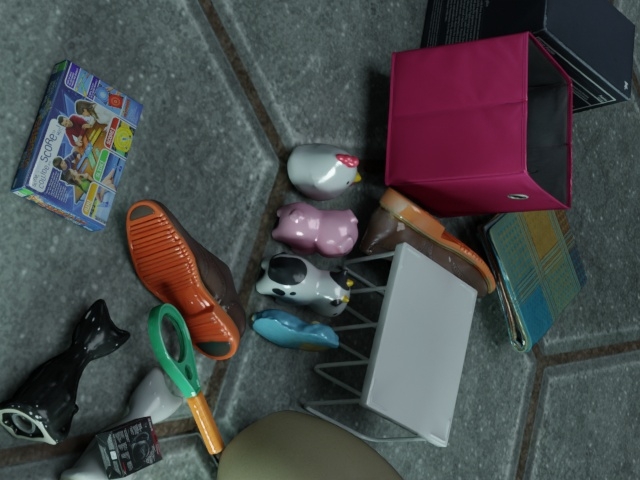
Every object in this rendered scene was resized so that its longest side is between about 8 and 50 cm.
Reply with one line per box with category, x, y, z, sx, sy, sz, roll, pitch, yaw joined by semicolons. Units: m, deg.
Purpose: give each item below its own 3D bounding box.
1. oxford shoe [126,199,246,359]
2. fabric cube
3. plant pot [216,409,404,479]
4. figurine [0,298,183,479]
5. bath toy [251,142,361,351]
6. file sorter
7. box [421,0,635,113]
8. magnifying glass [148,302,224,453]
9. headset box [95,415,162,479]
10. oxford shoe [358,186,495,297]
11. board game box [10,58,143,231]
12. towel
oxford shoe;-0.194;0.044;1.567;0.271;0.097;0.098;64;30;-24
fabric cube;0.288;-0.194;1.904;0.254;0.258;0.259;24;66;-58
plant pot;-0.042;0.361;1.556;0.284;0.284;0.191;-9;53;-45
figurine;-0.293;0.219;1.436;0.215;0.092;0.209;55;47;-24
bath toy;0.000;0.000;1.723;0.151;0.129;0.348;26;65;-38
file sorter;0.112;0.177;1.770;0.193;0.173;0.277;33;61;-35
box;0.403;-0.374;2.061;0.296;0.294;0.182;26;66;-39
magnifying glass;-0.189;0.198;1.528;0.092;0.026;0.231;-54;126;-70
headset box;-0.245;0.268;1.390;0.083;0.032;0.062;-16;90;-57
oxford shoe;0.191;0.035;1.936;0.364;0.130;0.132;35;93;-43
board game box;-0.334;-0.131;1.483;0.136;0.035;0.201;31;63;-37
towel;0.437;0.037;2.171;0.370;0.040;0.271;-34;108;-53
